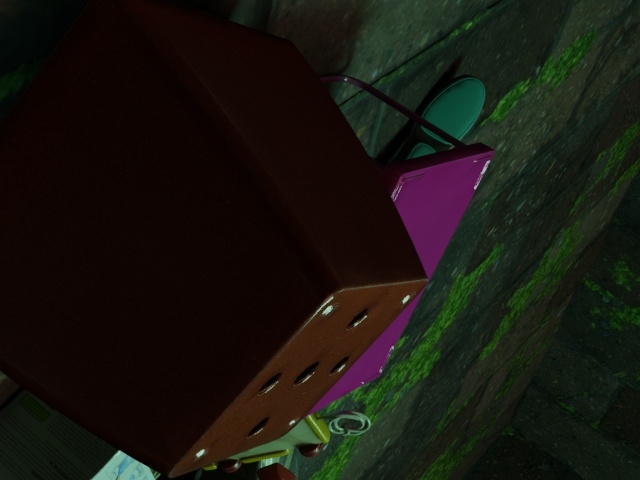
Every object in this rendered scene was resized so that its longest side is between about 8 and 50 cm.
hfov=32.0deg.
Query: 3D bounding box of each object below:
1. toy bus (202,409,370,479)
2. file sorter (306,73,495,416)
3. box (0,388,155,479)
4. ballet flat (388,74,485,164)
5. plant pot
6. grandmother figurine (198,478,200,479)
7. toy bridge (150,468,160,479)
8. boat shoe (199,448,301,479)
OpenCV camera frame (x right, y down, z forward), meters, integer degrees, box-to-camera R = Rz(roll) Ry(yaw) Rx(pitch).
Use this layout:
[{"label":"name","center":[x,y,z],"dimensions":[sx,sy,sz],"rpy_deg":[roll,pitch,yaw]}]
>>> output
[{"label":"toy bus","center":[-0.068,0.180,1.239],"dimensions":[0.191,0.202,0.104],"rpy_deg":[122,-20,-43]},{"label":"file sorter","center":[0.000,0.000,1.122],"dimensions":[0.202,0.182,0.291],"rpy_deg":[-18,138,-57]},{"label":"box","center":[-0.232,0.224,1.058],"dimensions":[0.103,0.114,0.203],"rpy_deg":[-46,159,-21]},{"label":"ballet flat","center":[0.135,-0.122,1.413],"dimensions":[0.203,0.074,0.074],"rpy_deg":[-57,161,-11]},{"label":"plant pot","center":[-0.085,0.014,0.810],"dimensions":[0.267,0.236,0.267],"rpy_deg":[-48,162,18]},{"label":"grandmother figurine","center":[-0.221,0.422,1.417],"dimensions":[0.342,0.104,0.208],"rpy_deg":[-44,135,-32]},{"label":"toy bridge","center":[-0.147,0.200,1.108],"dimensions":[0.063,0.026,0.188],"rpy_deg":[-45,177,-41]},{"label":"boat shoe","center":[-0.082,0.323,1.381],"dimensions":[0.130,0.132,0.355],"rpy_deg":[13,94,-52]}]
